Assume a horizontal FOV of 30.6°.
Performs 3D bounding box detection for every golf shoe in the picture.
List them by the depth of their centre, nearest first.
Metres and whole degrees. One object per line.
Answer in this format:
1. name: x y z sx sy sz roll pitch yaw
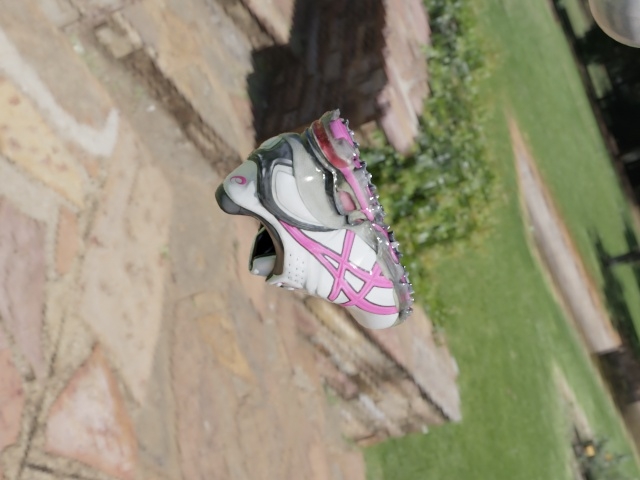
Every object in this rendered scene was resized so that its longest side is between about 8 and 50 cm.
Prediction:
1. golf shoe: 0.000 0.000 0.673 0.186 0.086 0.067 62 6 -52

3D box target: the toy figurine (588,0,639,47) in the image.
1. toy figurine: 0.235 -0.200 0.579 0.148 0.209 0.213 -75 170 -58
